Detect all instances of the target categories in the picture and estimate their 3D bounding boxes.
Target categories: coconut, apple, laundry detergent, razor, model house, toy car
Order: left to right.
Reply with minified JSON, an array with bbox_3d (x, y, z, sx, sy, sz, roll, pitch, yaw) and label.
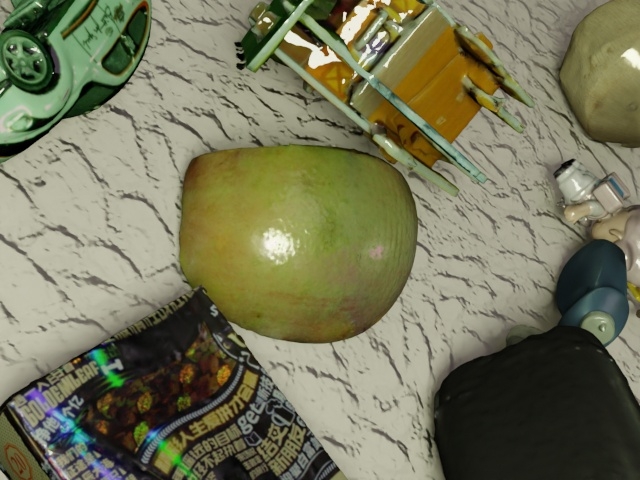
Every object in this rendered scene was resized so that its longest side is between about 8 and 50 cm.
[{"bbox_3d":[-0.238,-0.169,0.814,0.125,0.136,0.305,45,43,-31],"label":"toy car"},{"bbox_3d":[0.000,0.000,0.877,0.265,0.120,0.193,5,68,-29],"label":"apple"},{"bbox_3d":[0.105,-0.188,0.902,0.313,0.242,0.357,36,8,-14],"label":"model house"},{"bbox_3d":[0.209,0.217,0.774,0.107,0.189,0.326,56,12,-35],"label":"razor"},{"bbox_3d":[0.307,0.067,1.010,0.061,0.096,0.206,39,23,0],"label":"laundry detergent"},{"bbox_3d":[0.448,-0.231,1.280,0.224,0.224,0.224,18,53,-25],"label":"coconut"}]

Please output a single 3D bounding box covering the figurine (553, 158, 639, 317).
[{"bbox_3d":[0.386,-0.013,1.150,0.229,0.112,0.137,50,24,5],"label":"figurine"}]

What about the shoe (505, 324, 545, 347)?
[{"bbox_3d":[0.261,0.196,0.955,0.227,0.125,0.099,47,4,33],"label":"shoe"}]

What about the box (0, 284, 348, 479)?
[{"bbox_3d":[-0.085,0.210,0.697,0.198,0.084,0.310,-33,83,-43],"label":"box"}]
